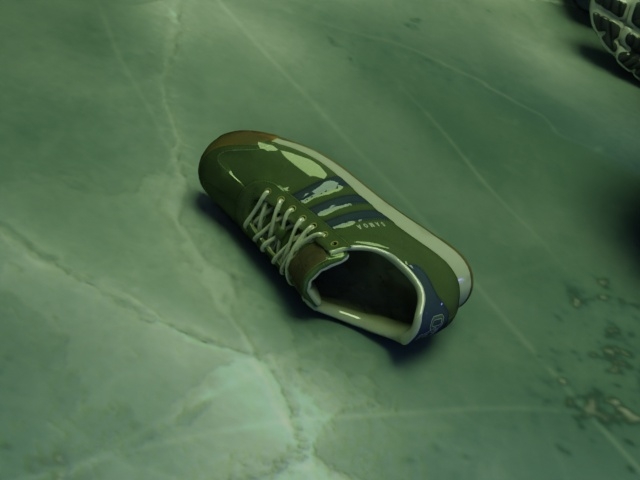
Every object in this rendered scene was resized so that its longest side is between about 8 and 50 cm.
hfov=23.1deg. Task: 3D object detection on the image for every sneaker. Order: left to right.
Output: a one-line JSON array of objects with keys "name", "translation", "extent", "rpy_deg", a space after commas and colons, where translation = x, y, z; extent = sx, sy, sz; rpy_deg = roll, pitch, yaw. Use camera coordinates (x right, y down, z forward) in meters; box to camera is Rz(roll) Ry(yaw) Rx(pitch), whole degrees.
[{"name": "sneaker", "translation": [0.000, 0.000, 0.962], "extent": [0.192, 0.064, 0.086], "rpy_deg": [30, 30, 6]}, {"name": "sneaker", "translation": [0.357, -0.177, 1.411], "extent": [0.275, 0.107, 0.110], "rpy_deg": [16, 15, -19]}]
